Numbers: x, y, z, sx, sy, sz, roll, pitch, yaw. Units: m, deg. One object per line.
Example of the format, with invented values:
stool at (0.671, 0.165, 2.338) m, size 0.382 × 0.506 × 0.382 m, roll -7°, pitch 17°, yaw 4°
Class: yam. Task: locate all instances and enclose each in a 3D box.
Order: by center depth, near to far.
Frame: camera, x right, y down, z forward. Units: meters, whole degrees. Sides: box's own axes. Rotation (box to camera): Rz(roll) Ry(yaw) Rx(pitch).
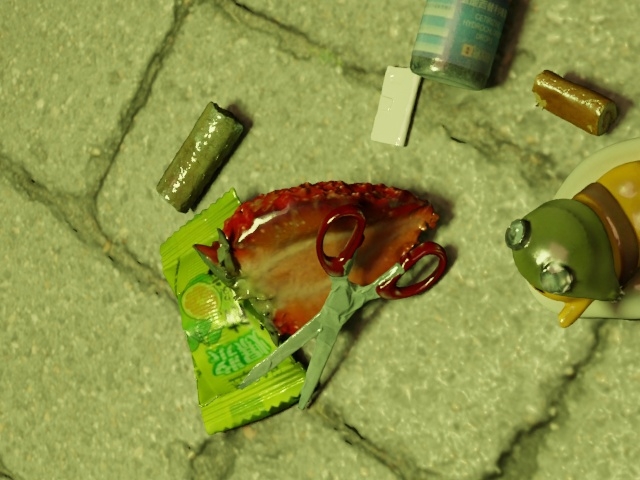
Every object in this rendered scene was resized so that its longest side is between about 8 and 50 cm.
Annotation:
yam at (-0.140, -0.097, 1.515) m, size 0.054 × 0.054 × 0.132 m, roll 46°, pitch 111°, yaw 30°

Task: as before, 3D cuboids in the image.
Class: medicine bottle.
medicine bottle at (0.152, -0.256, 1.310) m, size 0.083 × 0.083 × 0.203 m, roll 16°, pitch 93°, yaw 35°

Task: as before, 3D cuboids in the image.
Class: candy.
candy at (-0.109, 0.082, 1.460) m, size 0.149 × 0.069 × 0.246 m, roll -28°, pitch 70°, yaw 27°

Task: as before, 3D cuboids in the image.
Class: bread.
bread at (0.244, -0.133, 1.255) m, size 0.083 × 0.047 × 0.036 m, roll 33°, pitch 72°, yaw 32°

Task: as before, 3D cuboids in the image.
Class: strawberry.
strawberry at (-0.005, -0.013, 1.355) m, size 0.228 × 0.174 × 0.098 m, roll -37°, pitch 29°, yaw 18°

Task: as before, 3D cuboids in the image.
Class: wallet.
wallet at (0.081, -0.143, 1.389) m, size 0.044 × 0.011 × 0.083 m, roll 15°, pitch 94°, yaw 36°

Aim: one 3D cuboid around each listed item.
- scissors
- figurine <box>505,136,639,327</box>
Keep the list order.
scissors at (0.012, 0.078, 1.348) m, size 0.248 × 0.144 × 0.017 m, roll -54°, pitch 28°, yaw 24°
figurine at (0.261, -0.023, 1.168) m, size 0.250 × 0.141 × 0.167 m, roll -44°, pitch 60°, yaw 23°
